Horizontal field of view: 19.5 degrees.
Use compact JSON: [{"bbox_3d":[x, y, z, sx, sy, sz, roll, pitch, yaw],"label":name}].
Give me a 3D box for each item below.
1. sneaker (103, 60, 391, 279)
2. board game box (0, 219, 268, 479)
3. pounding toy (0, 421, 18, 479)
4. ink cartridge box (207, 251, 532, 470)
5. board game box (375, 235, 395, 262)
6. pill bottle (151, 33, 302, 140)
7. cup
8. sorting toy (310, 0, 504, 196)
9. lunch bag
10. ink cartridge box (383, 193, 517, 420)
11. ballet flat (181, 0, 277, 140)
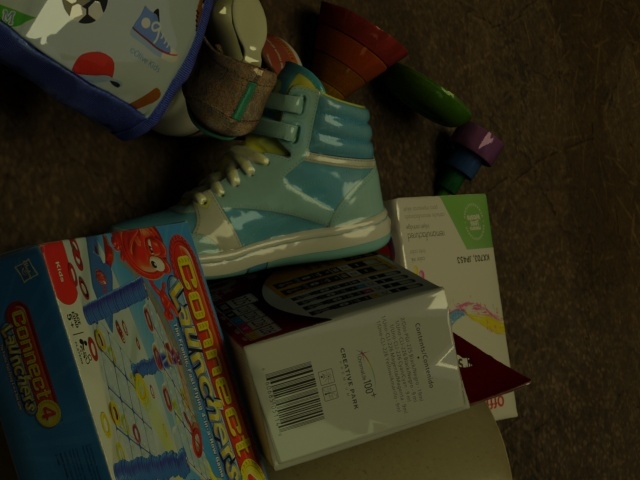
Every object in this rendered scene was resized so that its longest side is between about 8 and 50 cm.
[{"bbox_3d":[-0.085,-0.075,1.921,0.319,0.127,0.208,-10,104,-23],"label":"sneaker"},{"bbox_3d":[-0.168,0.146,1.638,0.302,0.086,0.308,-14,86,-70],"label":"board game box"},{"bbox_3d":[-0.248,0.201,1.738,0.155,0.154,0.269,65,21,-19],"label":"pounding toy"},{"bbox_3d":[0.031,0.097,1.886,0.272,0.309,0.130,-16,102,-12],"label":"ink cartridge box"},{"bbox_3d":[0.000,0.000,2.064,0.169,0.133,0.033,26,53,6],"label":"board game box"},{"bbox_3d":[-0.125,-0.169,1.981,0.216,0.121,0.121,1,82,-52],"label":"pill bottle"},{"bbox_3d":[0.020,0.295,1.951,0.237,0.331,0.331,2,80,-27],"label":"cup"},{"bbox_3d":[0.092,-0.152,2.301,0.365,0.127,0.126,37,84,-45],"label":"sorting toy"},{"bbox_3d":[-0.261,-0.322,1.750,0.328,0.239,0.385,33,50,-44],"label":"lunch bag"},{"bbox_3d":[0.127,0.127,2.243,0.207,0.119,0.353,-5,87,-53],"label":"ink cartridge box"},{"bbox_3d":[-0.103,-0.238,1.871,0.107,0.106,0.316,8,43,-32],"label":"ballet flat"}]
